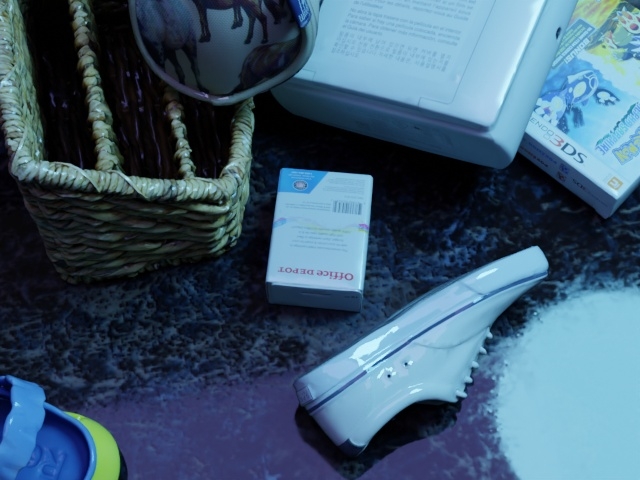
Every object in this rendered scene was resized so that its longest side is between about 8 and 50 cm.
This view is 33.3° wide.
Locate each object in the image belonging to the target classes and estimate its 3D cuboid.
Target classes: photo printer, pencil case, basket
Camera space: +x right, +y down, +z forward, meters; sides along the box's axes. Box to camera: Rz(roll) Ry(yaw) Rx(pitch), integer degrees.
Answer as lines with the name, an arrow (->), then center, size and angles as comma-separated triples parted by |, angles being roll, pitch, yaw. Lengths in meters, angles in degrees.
photo printer -> 0.120, -0.242, 1.046 | 0.256, 0.107, 0.307 | 17, 74, 24
pencil case -> -0.048, -0.324, 0.988 | 0.160, 0.183, 0.410 | 12, 52, 1
basket -> -0.171, -0.144, 0.975 | 0.214, 0.223, 0.299 | -11, 63, -6

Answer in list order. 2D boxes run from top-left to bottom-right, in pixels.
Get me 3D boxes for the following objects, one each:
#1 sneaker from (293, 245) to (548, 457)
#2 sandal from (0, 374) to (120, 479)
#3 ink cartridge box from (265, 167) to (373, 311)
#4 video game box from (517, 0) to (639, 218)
sneaker -> 0.102, 0.096, 0.942 | 0.258, 0.094, 0.091 | -31, 88, -12
sandal -> -0.326, 0.146, 0.874 | 0.318, 0.138, 0.126 | 7, 65, 5
ink cartridge box -> 0.000, 0.000, 0.998 | 0.089, 0.052, 0.122 | 5, 62, 2
video game box -> 0.279, -0.149, 1.082 | 0.187, 0.048, 0.205 | 40, 69, 16
